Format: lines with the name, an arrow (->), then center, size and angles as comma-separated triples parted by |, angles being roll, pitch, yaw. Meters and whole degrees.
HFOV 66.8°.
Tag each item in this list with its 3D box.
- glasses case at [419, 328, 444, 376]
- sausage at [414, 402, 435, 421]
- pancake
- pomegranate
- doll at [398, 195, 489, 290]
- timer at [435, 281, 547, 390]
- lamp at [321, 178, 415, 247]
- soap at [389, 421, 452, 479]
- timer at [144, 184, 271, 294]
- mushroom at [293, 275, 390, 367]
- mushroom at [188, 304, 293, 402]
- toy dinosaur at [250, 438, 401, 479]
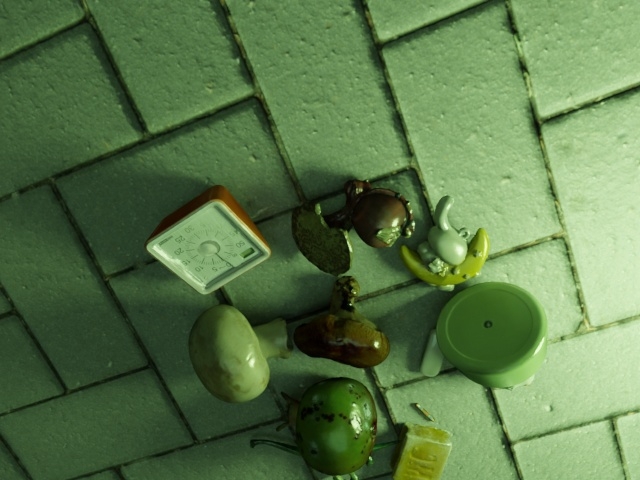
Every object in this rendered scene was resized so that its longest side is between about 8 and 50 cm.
glasses case -> 0.352, 0.347, 1.501 | 0.063, 0.041, 0.164 | 12, 109, 1
sausage -> 0.342, 0.563, 1.589 | 0.015, 0.015, 0.100 | -43, 102, 15
pancake -> 0.000, 0.000, 1.349 | 0.235, 0.029, 0.212 | 49, 142, 13
pomegranate -> 0.014, 0.544, 1.474 | 0.324, 0.291, 0.290 | 18, 109, 6
doll -> 0.352, 0.025, 1.360 | 0.252, 0.111, 0.237 | 41, 122, -11
timer -> 0.517, 0.323, 1.396 | 0.291, 0.290, 0.315 | -26, 129, 11
lamp -> 0.142, -0.055, 1.336 | 0.223, 0.151, 0.215 | 42, 108, 31
soap -> 0.323, 0.741, 1.616 | 0.161, 0.080, 0.257 | 12, 108, 0
timer -> -0.306, 0.008, 1.370 | 0.258, 0.161, 0.250 | -31, 113, 12
mushroom -> 0.081, 0.274, 1.424 | 0.267, 0.267, 0.254 | 47, 71, -12
mushroom -> -0.234, 0.317, 1.441 | 0.290, 0.298, 0.297 | -23, 110, -28
toy dinosaur -> 0.019, 0.678, 1.620 | 0.447, 0.087, 0.300 | -34, 97, 11
